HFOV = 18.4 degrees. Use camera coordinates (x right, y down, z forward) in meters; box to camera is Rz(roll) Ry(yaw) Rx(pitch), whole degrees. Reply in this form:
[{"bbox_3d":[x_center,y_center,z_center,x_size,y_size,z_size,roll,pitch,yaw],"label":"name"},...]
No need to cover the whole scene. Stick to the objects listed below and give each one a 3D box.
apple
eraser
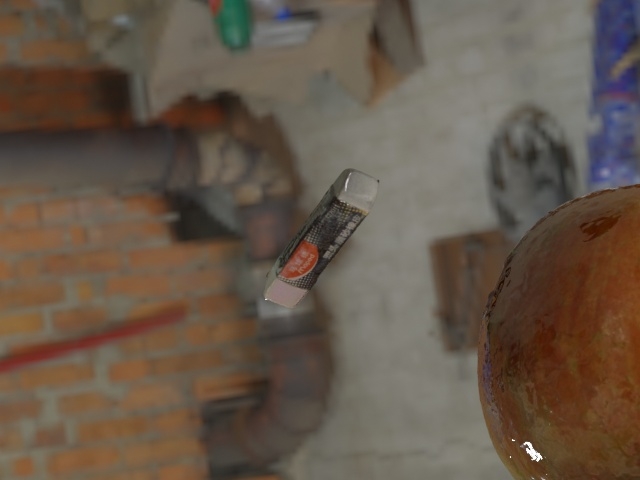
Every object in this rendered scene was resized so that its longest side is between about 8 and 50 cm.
[{"bbox_3d":[0.161,0.061,1.015,0.160,0.173,0.195,10,163,17],"label":"apple"},{"bbox_3d":[0.000,0.000,1.166,0.027,0.019,0.099,23,122,-25],"label":"eraser"}]
